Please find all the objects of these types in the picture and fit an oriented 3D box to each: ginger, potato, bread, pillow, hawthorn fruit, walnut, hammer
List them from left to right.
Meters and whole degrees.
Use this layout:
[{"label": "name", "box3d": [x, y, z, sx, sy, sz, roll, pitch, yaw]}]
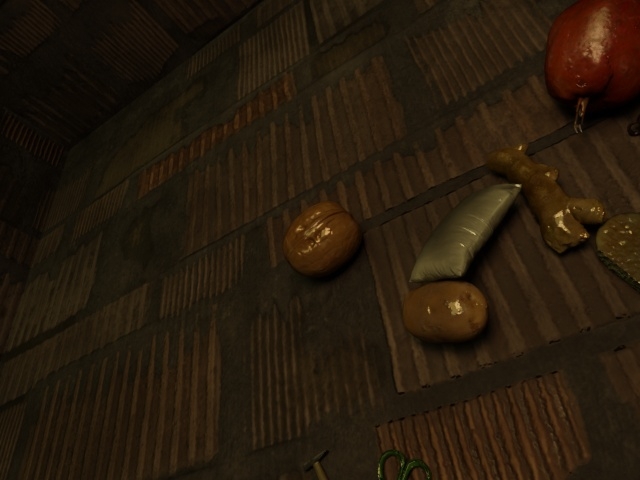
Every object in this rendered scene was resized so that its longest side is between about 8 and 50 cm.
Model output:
[{"label": "walnut", "box3d": [0.000, 0.000, 1.124, 0.197, 0.165, 0.165, -34, 46, 5]}, {"label": "hammer", "box3d": [0.029, 0.493, 0.870, 0.062, 0.013, 0.199, -43, 45, 7]}, {"label": "potato", "box3d": [0.234, 0.136, 0.879, 0.178, 0.109, 0.118, -14, 37, 52]}, {"label": "pillow", "box3d": [0.286, -0.013, 0.916, 0.254, 0.078, 0.144, -48, 18, -21]}, {"label": "ginger", "box3d": [0.424, -0.100, 0.918, 0.118, 0.065, 0.299, -52, 40, 24]}, {"label": "hawthorn fruit", "box3d": [0.539, -0.342, 0.909, 0.211, 0.211, 0.299, 18, 82, 43]}, {"label": "bread", "box3d": [0.592, 0.031, 0.714, 0.207, 0.056, 0.286, -39, 46, 15]}]

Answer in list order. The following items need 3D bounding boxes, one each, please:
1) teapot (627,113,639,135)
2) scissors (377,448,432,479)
[{"label": "teapot", "box3d": [0.631, -0.224, 0.866, 0.100, 0.045, 0.068, -28, 22, 44]}, {"label": "scissors", "box3d": [0.123, 0.475, 0.800, 0.101, 0.027, 0.204, 2, 61, 42]}]
